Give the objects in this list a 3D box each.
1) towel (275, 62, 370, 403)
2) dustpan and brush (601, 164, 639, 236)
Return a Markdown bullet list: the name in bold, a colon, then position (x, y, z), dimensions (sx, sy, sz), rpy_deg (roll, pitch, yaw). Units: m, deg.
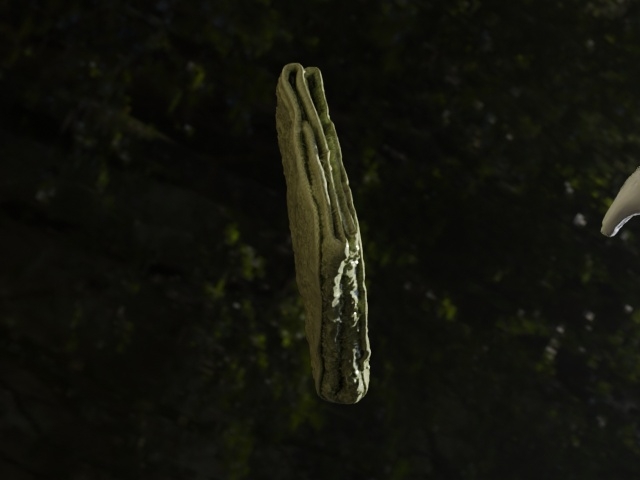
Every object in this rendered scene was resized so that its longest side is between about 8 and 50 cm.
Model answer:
- **towel**: position (0.000, 0.000, 0.688), dimensions (0.027, 0.148, 0.110), rpy_deg (-10, -124, -3)
- **dustpan and brush**: position (0.195, -0.071, 0.593), dimensions (0.060, 0.147, 0.211), rpy_deg (39, -76, 16)
